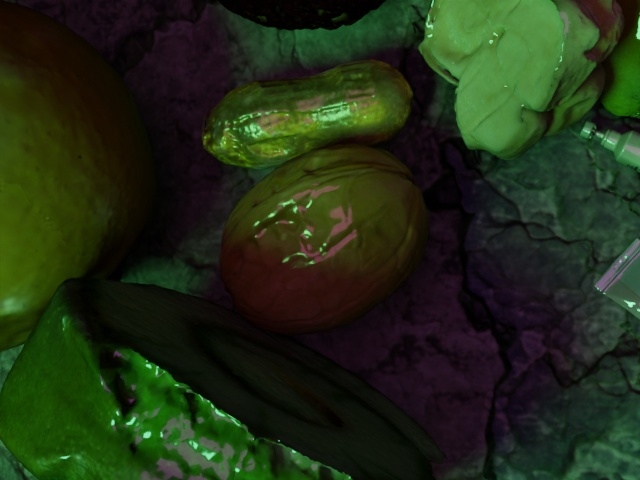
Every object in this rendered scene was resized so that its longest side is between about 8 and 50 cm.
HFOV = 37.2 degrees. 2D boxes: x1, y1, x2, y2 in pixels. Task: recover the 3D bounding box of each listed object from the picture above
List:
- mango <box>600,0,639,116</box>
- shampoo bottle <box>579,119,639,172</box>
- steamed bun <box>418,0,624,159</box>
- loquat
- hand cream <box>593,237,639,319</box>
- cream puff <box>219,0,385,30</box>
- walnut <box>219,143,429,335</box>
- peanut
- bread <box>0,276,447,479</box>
[{"bbox_3d":[0.285,-0.226,0.843,0.125,0.111,0.233,27,114,49],"label":"mango"},{"bbox_3d":[0.300,-0.074,0.858,0.141,0.049,0.034,27,93,14],"label":"shampoo bottle"},{"bbox_3d":[0.179,-0.168,0.840,0.177,0.106,0.192,52,138,40],"label":"steamed bun"},{"bbox_3d":[-0.306,-0.054,0.846,0.328,0.328,0.329,-1,85,12],"label":"loquat"},{"bbox_3d":[0.345,0.092,0.846,0.052,0.038,0.216,-40,72,-18],"label":"hand cream"},{"bbox_3d":[-0.015,-0.305,0.881,0.239,0.165,0.239,-2,84,16],"label":"cream puff"},{"bbox_3d":[0.000,0.000,0.863,0.206,0.159,0.159,-29,80,15],"label":"walnut"},{"bbox_3d":[-0.013,-0.119,0.909,0.206,0.087,0.087,-11,83,8],"label":"peanut"},{"bbox_3d":[-0.060,0.160,0.757,0.129,0.382,0.366,-62,33,4],"label":"bread"}]
